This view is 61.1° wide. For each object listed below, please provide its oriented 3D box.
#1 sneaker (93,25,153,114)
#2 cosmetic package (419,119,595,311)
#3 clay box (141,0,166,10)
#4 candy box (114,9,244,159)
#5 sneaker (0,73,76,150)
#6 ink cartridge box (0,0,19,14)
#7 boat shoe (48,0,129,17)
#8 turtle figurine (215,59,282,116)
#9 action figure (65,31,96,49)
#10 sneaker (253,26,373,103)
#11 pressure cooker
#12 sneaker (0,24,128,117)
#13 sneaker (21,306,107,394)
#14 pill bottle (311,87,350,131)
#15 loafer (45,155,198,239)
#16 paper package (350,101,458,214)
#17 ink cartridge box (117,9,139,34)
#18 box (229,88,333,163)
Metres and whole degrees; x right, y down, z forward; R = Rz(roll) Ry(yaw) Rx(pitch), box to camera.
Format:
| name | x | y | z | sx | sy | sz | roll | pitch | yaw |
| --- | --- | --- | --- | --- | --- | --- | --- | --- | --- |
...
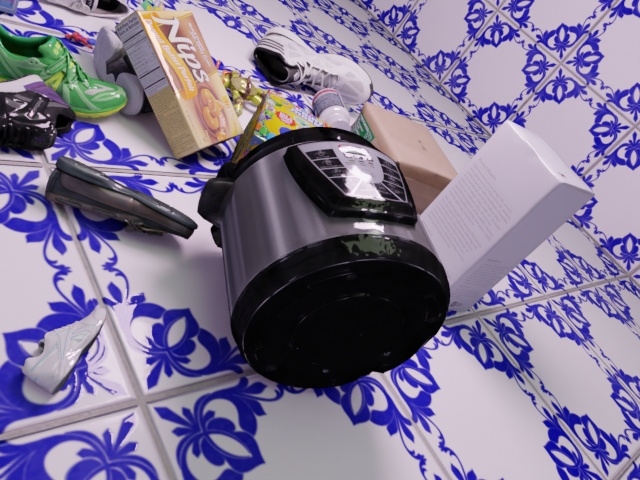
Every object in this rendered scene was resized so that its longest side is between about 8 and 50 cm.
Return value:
| name | x | y | z | sx | sy | sz | roll | pitch | yaw |
| --- | --- | --- | --- | --- | --- | --- | --- | --- | --- |
| sneaker | -0.443 | -0.403 | 1.319 | 0.153 | 0.101 | 0.268 | -3 | 56 | -48 |
| cosmetic package | 0.415 | -0.045 | 1.375 | 0.162 | 0.453 | 0.230 | 10 | 42 | -37 |
| clay box | -0.413 | -0.535 | 1.458 | 0.222 | 0.053 | 0.127 | 58 | 20 | -32 |
| candy box | -0.318 | -0.366 | 1.262 | 0.183 | 0.088 | 0.316 | -39 | 109 | -56 |
| sneaker | -0.542 | -0.210 | 0.967 | 0.124 | 0.107 | 0.283 | 39 | 31 | -10 |
| ink cartridge box | -0.883 | -0.669 | 1.167 | 0.396 | 0.151 | 0.270 | 1 | 46 | -47 |
| boat shoe | -0.635 | -0.653 | 1.458 | 0.088 | 0.096 | 0.268 | 43 | 23 | 17 |
| turtle figurine | -0.219 | -0.446 | 1.605 | 0.218 | 0.087 | 0.269 | 17 | 37 | -30 |
| action figure | -0.582 | -0.502 | 1.370 | 0.115 | 0.030 | 0.038 | 7 | 38 | -33 |
| sneaker | -0.038 | -0.570 | 1.917 | 0.448 | 0.169 | 0.257 | 26 | 41 | -4 |
| pressure cooker | -0.004 | 0.004 | 0.987 | 0.420 | 0.376 | 0.369 | -106 | 168 | -45 |
| sneaker | -0.543 | -0.346 | 1.116 | 0.296 | 0.123 | 0.109 | 17 | 39 | -30 |
| sneaker | -0.350 | 0.139 | 0.754 | 0.061 | 0.053 | 0.152 | 30 | 33 | -7 |
| pill bottle | 0.039 | -0.417 | 1.808 | 0.108 | 0.108 | 0.180 | 17 | 37 | -30 |
| loafer | -0.361 | -0.058 | 0.994 | 0.268 | 0.084 | 0.096 | 28 | 2 | -22 |
| paper package | 0.264 | -0.262 | 1.778 | 0.310 | 0.168 | 0.324 | 14 | 39 | -33 |
| ink cartridge box | -0.504 | -0.558 | 1.463 | 0.052 | 0.088 | 0.122 | 27 | 33 | -12 |
| box | -0.061 | -0.183 | 1.344 | 0.290 | 0.177 | 0.279 | 27 | 32 | -17 |
